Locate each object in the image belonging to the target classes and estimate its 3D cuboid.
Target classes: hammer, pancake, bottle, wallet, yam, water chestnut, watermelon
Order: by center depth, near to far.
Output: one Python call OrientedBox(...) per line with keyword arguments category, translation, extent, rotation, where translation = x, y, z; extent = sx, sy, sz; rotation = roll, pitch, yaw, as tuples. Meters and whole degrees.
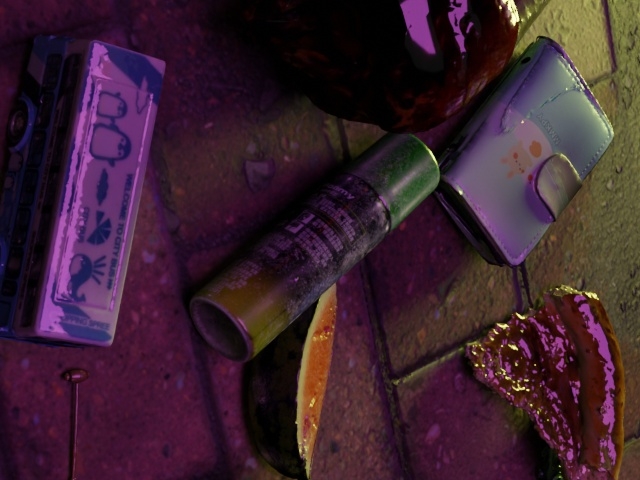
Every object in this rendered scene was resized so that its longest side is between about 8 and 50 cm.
OrientedBox(category="hammer", translation=(-0.248, 0.191, 1.653), extent=(0.029, 0.014, 0.123), rotation=(0, 95, -32))
OrientedBox(category="water chestnut", translation=(0.064, -0.249, 1.718), extent=(0.244, 0.289, 0.289), rotation=(-19, 107, -63))
OrientedBox(category="bottle", translation=(0.000, 0.000, 1.793), extent=(0.330, 0.093, 0.093), rotation=(-42, 118, -30))
OrientedBox(category="watermelon", translation=(-0.024, 0.150, 1.816), extent=(0.119, 0.063, 0.245), rotation=(17, 77, -58))
OrientedBox(category="yam", translation=(0.216, -0.260, 1.971), extent=(0.169, 0.068, 0.068), rotation=(-52, 123, -27))
OrientedBox(category="wallet", translation=(0.248, -0.105, 2.007), extent=(0.250, 0.075, 0.176), rotation=(-50, 119, -24))
OrientedBox(category="pancake", translation=(0.288, 0.179, 2.045), extent=(0.244, 0.057, 0.266), rotation=(11, 73, -31))

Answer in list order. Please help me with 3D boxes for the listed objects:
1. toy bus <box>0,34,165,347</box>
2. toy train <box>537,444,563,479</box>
OrientedBox(category="toy bus", translation=(-0.240, -0.044, 1.562), extent=(0.106, 0.131, 0.297), rotation=(14, 84, -40))
OrientedBox(category="toy train", translation=(0.321, 0.264, 2.123), extent=(0.071, 0.038, 0.148), rotation=(12, 86, -41))
